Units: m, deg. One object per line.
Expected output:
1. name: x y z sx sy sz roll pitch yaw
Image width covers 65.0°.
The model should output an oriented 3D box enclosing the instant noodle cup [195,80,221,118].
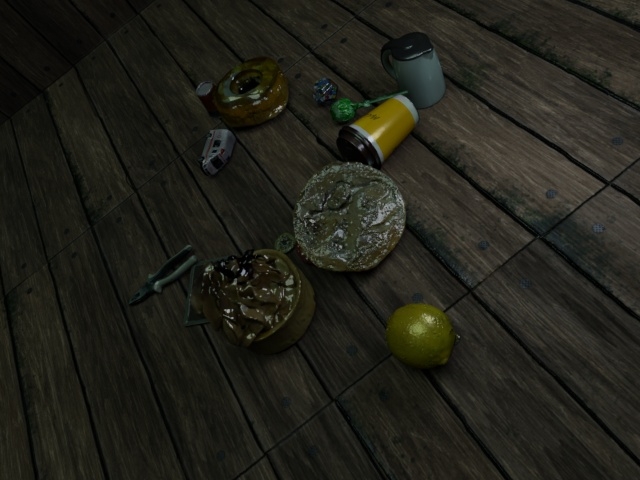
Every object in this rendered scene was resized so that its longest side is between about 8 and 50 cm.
1. instant noodle cup: -0.479 -0.632 2.233 0.127 0.135 0.127 -11 59 19

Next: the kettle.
1. kettle: 0.319 -0.612 1.785 0.221 0.236 0.161 24 75 34

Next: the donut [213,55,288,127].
1. donut: -0.292 -0.626 2.112 0.331 0.160 0.329 -4 71 11

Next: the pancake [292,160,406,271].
1. pancake: 0.091 -0.076 1.629 0.388 0.082 0.386 -3 71 8

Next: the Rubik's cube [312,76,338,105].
1. Rubik's cube: 0.020 -0.593 2.004 0.111 0.111 0.093 -14 82 17

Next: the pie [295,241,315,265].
1. pie: 0.000 0.000 1.696 0.183 0.049 0.182 -12 58 20

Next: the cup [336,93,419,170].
1. cup: 0.201 -0.371 1.741 0.280 0.196 0.196 -42 53 -11

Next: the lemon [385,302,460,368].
1. lemon: 0.264 0.254 1.350 0.207 0.173 0.173 16 70 41

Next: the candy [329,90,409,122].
1. candy: 0.176 -0.508 1.853 0.324 0.097 0.096 -8 58 35

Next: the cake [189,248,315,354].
1. cake: -0.214 0.157 1.539 0.333 0.321 0.331 -13 58 21

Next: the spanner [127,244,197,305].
1. spanner: -0.599 0.143 1.897 0.325 0.040 0.095 -38 53 5

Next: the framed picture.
1. framed picture: -0.391 0.177 1.798 0.197 0.014 0.252 -12 58 19

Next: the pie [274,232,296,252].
1. pie: -0.124 0.010 1.765 0.084 0.021 0.083 -12 57 19

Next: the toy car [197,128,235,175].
1. toy car: -0.427 -0.363 2.085 0.108 0.089 0.209 -1 59 19
